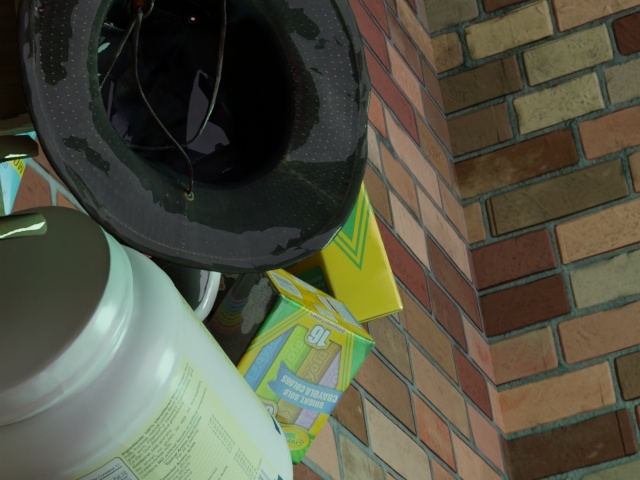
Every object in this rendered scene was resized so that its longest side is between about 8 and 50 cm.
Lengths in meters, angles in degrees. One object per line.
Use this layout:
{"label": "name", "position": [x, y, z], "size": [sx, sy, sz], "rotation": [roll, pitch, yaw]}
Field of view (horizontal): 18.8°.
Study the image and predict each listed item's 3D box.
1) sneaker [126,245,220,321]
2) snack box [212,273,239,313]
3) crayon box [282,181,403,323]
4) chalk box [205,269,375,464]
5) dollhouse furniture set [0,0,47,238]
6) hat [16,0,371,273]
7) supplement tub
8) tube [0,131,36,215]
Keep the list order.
{"label": "sneaker", "position": [-0.194, -0.049, 2.069], "size": [0.147, 0.104, 0.296], "rotation": [43, 27, -56]}
{"label": "snack box", "position": [-0.094, 0.037, 2.363], "size": [0.187, 0.060, 0.322], "rotation": [-65, 135, -69]}
{"label": "crayon box", "position": [0.000, 0.000, 2.284], "size": [0.203, 0.083, 0.323], "rotation": [153, -79, -71]}
{"label": "chalk box", "position": [-0.062, 0.150, 2.102], "size": [0.132, 0.213, 0.132], "rotation": [28, 10, -24]}
{"label": "dollhouse furniture set", "position": [-0.340, -0.168, 1.549], "size": [0.394, 0.256, 0.362], "rotation": [-6, 89, -56]}
{"label": "hat", "position": [-0.120, -0.111, 1.516], "size": [0.331, 0.134, 0.331], "rotation": [12, 69, -36]}
{"label": "supplement tub", "position": [-0.187, 0.148, 1.639], "size": [0.235, 0.235, 0.325], "rotation": [-91, 157, -43]}
{"label": "tube", "position": [-0.303, -0.111, 1.876], "size": [0.080, 0.052, 0.207], "rotation": [49, 32, -30]}
